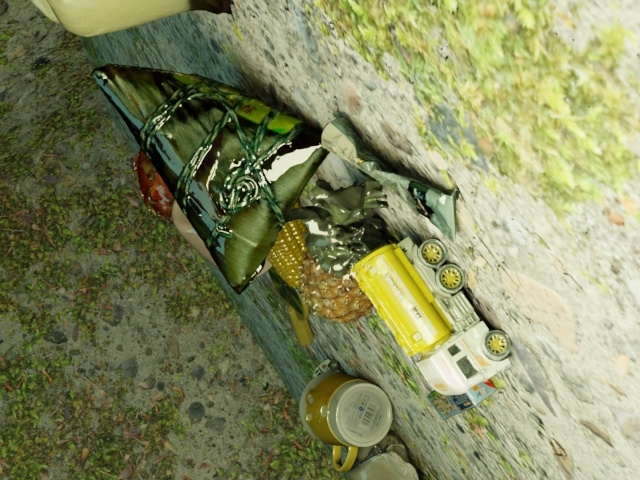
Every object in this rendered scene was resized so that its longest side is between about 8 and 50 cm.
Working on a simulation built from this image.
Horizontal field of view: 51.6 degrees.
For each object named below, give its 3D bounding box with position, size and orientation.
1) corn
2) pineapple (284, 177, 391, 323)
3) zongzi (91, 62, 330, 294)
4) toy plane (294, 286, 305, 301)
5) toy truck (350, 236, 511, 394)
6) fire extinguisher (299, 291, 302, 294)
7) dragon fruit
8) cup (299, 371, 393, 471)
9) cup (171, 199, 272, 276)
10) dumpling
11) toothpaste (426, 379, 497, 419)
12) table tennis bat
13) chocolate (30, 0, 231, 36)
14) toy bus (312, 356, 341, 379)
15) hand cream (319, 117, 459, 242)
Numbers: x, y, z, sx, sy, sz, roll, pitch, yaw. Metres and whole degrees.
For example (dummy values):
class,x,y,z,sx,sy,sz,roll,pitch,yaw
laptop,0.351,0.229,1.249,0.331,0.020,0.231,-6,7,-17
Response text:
class,x,y,z,sx,sy,sz,roll,pitch,yaw
corn,-0.080,-0.025,1.344,0.119,0.119,0.322,35,158,55
pineapple,0.028,0.008,1.010,0.170,0.141,0.310,16,148,10
zongzi,-0.153,-0.169,1.163,0.383,0.319,0.362,42,-156,6
toy plane,-0.061,0.104,1.693,0.121,0.031,0.049,57,173,-6
toy truck,0.143,0.099,0.883,0.227,0.114,0.098,56,164,9
fire extinguisher,-0.042,0.060,1.496,0.177,0.062,0.050,78,-175,-50
dragon fruit,-0.346,-0.171,1.677,0.315,0.250,0.250,41,157,41
cup,0.065,0.445,1.622,0.226,0.185,0.241,153,121,-68
cup,-0.197,-0.068,1.452,0.200,0.191,0.253,47,-139,-47
dumpling,0.156,0.592,1.666,0.293,0.163,0.205,144,114,-67
toothpaste,0.214,0.235,1.055,0.070,0.044,0.193,54,164,14
table tennis bat,-0.076,0.170,1.846,0.198,0.050,0.321,37,150,49
chocolate,-0.336,-0.454,1.001,0.326,0.297,0.314,51,168,22
toy bus,0.049,0.417,1.833,0.194,0.089,0.087,49,162,35
hand cream,0.086,-0.092,0.848,0.248,0.052,0.075,39,179,37
